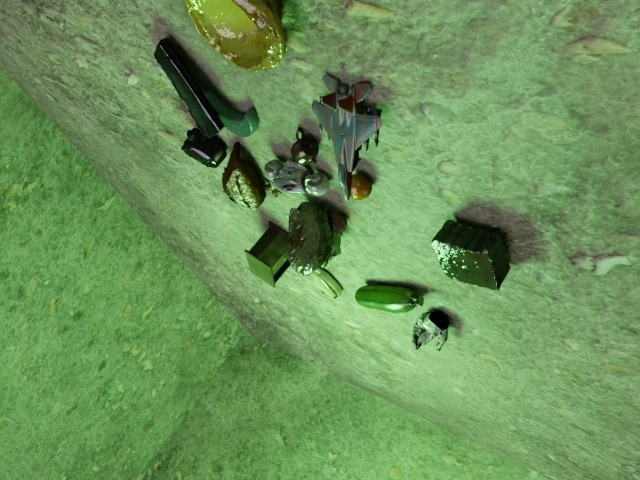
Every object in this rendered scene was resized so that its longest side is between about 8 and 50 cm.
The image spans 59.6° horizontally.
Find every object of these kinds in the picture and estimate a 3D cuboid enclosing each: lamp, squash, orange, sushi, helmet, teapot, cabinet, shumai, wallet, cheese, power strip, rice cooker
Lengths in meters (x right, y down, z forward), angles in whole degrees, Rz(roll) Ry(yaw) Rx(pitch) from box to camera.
[{"bbox_3d":[-0.168,-0.190,2.039,0.063,0.031,0.083,41,155,-11],"label":"lamp"},{"bbox_3d":[0.254,0.218,2.085,0.101,0.101,0.378,47,155,-20],"label":"squash"},{"bbox_3d":[0.110,-0.154,1.622,0.083,0.070,0.083,36,161,14],"label":"orange"},{"bbox_3d":[-0.296,-0.219,2.051,0.149,0.140,0.287,-13,133,19],"label":"sushi"},{"bbox_3d":[0.063,-0.069,1.887,0.065,0.049,0.084,-70,-42,-74],"label":"helmet"},{"bbox_3d":[-0.042,-0.273,1.633,0.068,0.076,0.121,-30,80,56],"label":"teapot"},{"bbox_3d":[-0.204,0.064,2.393,0.148,0.175,0.215,31,156,17],"label":"cabinet"},{"bbox_3d":[-0.002,0.000,1.958,0.189,0.256,0.218,-2,172,40],"label":"shumai"},{"bbox_3d":[-0.420,-0.476,1.781,0.318,0.045,0.172,57,160,-15],"label":"wallet"},{"bbox_3d":[0.001,0.150,2.404,0.127,0.054,0.252,17,149,43],"label":"cheese"},{"bbox_3d":[-0.283,-0.399,1.792,0.215,0.044,0.137,25,155,29],"label":"power strip"},{"bbox_3d":[-0.426,-0.338,2.054,0.165,0.107,0.112,27,162,-1],"label":"rice cooker"}]

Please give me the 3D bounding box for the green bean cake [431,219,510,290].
[{"bbox_3d":[0.406,0.036,1.498,0.181,0.094,0.173,17,150,41],"label":"green bean cake"}]

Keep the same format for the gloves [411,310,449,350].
[{"bbox_3d":[0.407,0.336,2.071,0.127,0.111,0.212,14,154,-3],"label":"gloves"}]

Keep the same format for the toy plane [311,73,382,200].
[{"bbox_3d":[0.071,-0.250,1.417,0.222,0.104,0.327,23,138,35],"label":"toy plane"}]

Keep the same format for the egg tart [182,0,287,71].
[{"bbox_3d":[-0.185,-0.526,1.297,0.294,0.123,0.294,31,161,12],"label":"egg tart"}]

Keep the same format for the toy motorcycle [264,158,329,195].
[{"bbox_3d":[-0.087,-0.194,1.799,0.254,0.112,0.112,22,153,33],"label":"toy motorcycle"}]
